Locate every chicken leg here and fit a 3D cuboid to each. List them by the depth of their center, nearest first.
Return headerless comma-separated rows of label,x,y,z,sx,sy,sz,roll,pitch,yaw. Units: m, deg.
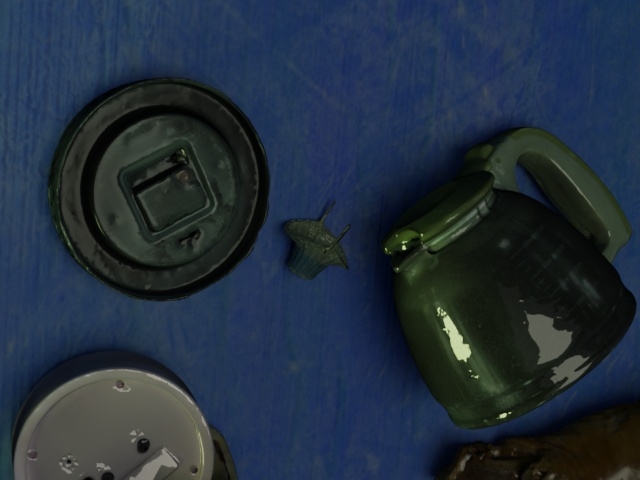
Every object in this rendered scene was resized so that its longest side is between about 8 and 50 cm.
chicken leg,0.325,0.319,1.757,0.410,0.182,0.295,5,114,-20

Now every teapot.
teapot,0.213,0.021,1.588,0.322,0.239,0.239,-37,101,-10

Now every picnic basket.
picnic basket,0.000,0.000,1.570,0.083,0.065,0.083,28,109,-20

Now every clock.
clock,-0.208,0.212,1.477,0.197,0.068,0.196,-3,103,-13
clock,-0.161,-0.053,1.482,0.226,0.049,0.226,-6,104,-25

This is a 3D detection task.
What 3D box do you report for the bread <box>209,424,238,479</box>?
bread,-0.109,0.300,1.577,0.073,0.053,0.214,-15,105,-27
